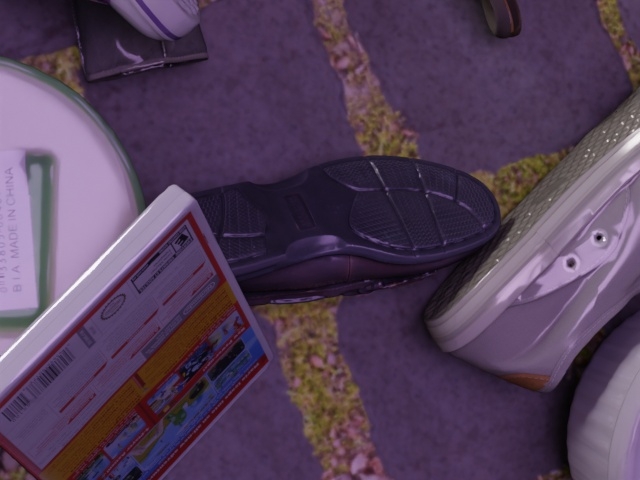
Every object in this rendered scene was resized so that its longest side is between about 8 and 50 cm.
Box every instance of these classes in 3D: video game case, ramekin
[{"bbox_3d":[-0.135,0.100,1.051,0.025,0.285,0.204,37,75,25],"label":"video game case"},{"bbox_3d":[-0.271,0.002,1.069,0.303,0.148,0.303,1,86,-16],"label":"ramekin"},{"bbox_3d":[0.333,0.168,1.220,0.273,0.127,0.273,-4,99,-23],"label":"ramekin"}]

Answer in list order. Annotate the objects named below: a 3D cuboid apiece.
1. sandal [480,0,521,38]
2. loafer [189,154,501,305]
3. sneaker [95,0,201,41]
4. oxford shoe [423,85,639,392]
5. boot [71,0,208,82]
[{"bbox_3d":[0.104,-0.267,1.240,0.060,0.090,0.219,-27,102,6],"label":"sandal"},{"bbox_3d":[0.000,0.000,1.191,0.302,0.095,0.109,-7,58,-21],"label":"loafer"},{"bbox_3d":[-0.224,-0.217,1.097,0.282,0.102,0.161,46,102,15],"label":"sneaker"},{"bbox_3d":[0.281,-0.041,1.224,0.449,0.169,0.130,-45,96,-7],"label":"oxford shoe"},{"bbox_3d":[-0.127,-0.247,1.165,0.190,0.076,0.208,-18,85,-2],"label":"boot"}]
